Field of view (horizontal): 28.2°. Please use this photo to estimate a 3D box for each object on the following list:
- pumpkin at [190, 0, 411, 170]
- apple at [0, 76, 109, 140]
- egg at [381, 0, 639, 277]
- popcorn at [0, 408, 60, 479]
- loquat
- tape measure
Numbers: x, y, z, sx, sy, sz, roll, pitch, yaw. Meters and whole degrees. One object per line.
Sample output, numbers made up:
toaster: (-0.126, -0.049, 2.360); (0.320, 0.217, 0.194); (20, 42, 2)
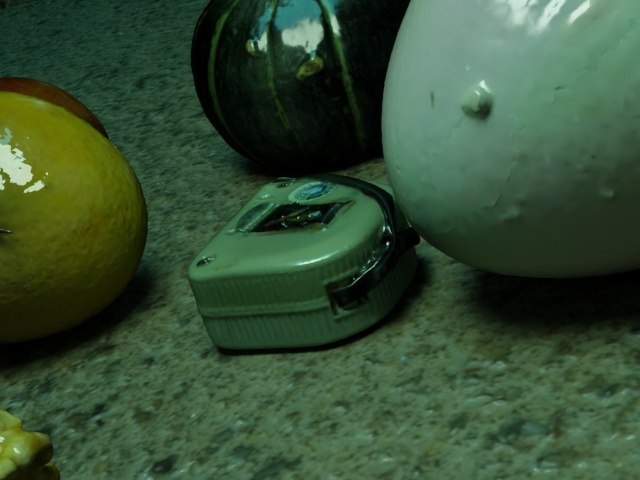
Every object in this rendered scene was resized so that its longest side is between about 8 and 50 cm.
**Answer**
pumpkin: (-0.005, -0.232, 1.588); (0.323, 0.241, 0.323); (-17, 23, 8)
apple: (-0.374, -0.088, 1.589); (0.229, 0.230, 0.230); (-15, 23, 7)
egg: (0.211, -0.116, 1.070); (0.340, 0.354, 0.354); (-46, 28, -9)
popcorn: (-0.282, 0.183, 0.952); (0.180, 0.180, 0.170); (-27, 60, -21)
loquat: (-0.323, -0.026, 1.312); (0.274, 0.275, 0.275); (-15, 23, 7)
tape measure: (0.000, 0.000, 1.221); (0.207, 0.115, 0.235); (-8, 24, 29)
